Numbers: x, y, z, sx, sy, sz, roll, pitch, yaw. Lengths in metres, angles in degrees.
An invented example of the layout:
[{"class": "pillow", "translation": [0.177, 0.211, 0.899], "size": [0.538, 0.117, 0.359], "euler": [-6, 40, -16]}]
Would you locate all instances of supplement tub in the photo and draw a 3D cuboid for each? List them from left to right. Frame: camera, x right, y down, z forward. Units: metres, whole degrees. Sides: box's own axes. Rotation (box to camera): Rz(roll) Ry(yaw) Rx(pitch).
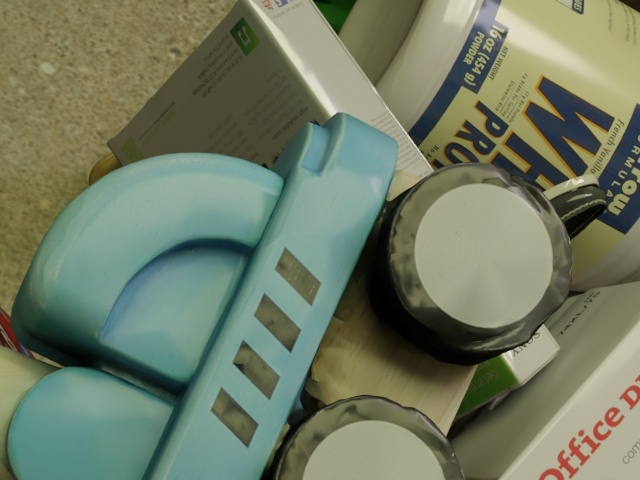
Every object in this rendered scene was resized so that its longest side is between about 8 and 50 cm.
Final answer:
[{"class": "supplement tub", "translation": [0.181, -0.100, 1.445], "size": [0.325, 0.235, 0.235], "euler": [27, 47, -16]}]

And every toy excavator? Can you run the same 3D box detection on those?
[{"class": "toy excavator", "translation": [-0.148, 0.082, 0.979], "size": [0.445, 0.222, 0.433], "euler": [27, 74, -6]}]

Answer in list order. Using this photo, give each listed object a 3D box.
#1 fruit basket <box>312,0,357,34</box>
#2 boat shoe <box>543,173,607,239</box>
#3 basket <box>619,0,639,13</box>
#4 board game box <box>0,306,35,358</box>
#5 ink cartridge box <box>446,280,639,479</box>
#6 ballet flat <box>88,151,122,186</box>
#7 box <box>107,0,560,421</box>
[{"class": "fruit basket", "translation": [0.165, -0.364, 1.627], "size": [0.392, 0.283, 0.392], "euler": [3, 53, -4]}, {"class": "boat shoe", "translation": [0.134, 0.042, 1.329], "size": [0.079, 0.233, 0.084], "euler": [51, 11, 19]}, {"class": "basket", "translation": [0.414, -0.309, 1.740], "size": [0.204, 0.227, 0.154], "euler": [-13, 61, -33]}, {"class": "board game box", "translation": [-0.174, 0.143, 1.174], "size": [0.027, 0.145, 0.281], "euler": [-33, 69, -4]}, {"class": "ink cartridge box", "translation": [0.237, 0.189, 1.206], "size": [0.270, 0.197, 0.198], "euler": [45, 75, -6]}, {"class": "ballet flat", "translation": [-0.097, -0.088, 1.437], "size": [0.073, 0.080, 0.232], "euler": [21, 37, 33]}, {"class": "box", "translation": [0.000, 0.000, 1.256], "size": [0.058, 0.232, 0.322], "euler": [-32, 86, -39]}]
